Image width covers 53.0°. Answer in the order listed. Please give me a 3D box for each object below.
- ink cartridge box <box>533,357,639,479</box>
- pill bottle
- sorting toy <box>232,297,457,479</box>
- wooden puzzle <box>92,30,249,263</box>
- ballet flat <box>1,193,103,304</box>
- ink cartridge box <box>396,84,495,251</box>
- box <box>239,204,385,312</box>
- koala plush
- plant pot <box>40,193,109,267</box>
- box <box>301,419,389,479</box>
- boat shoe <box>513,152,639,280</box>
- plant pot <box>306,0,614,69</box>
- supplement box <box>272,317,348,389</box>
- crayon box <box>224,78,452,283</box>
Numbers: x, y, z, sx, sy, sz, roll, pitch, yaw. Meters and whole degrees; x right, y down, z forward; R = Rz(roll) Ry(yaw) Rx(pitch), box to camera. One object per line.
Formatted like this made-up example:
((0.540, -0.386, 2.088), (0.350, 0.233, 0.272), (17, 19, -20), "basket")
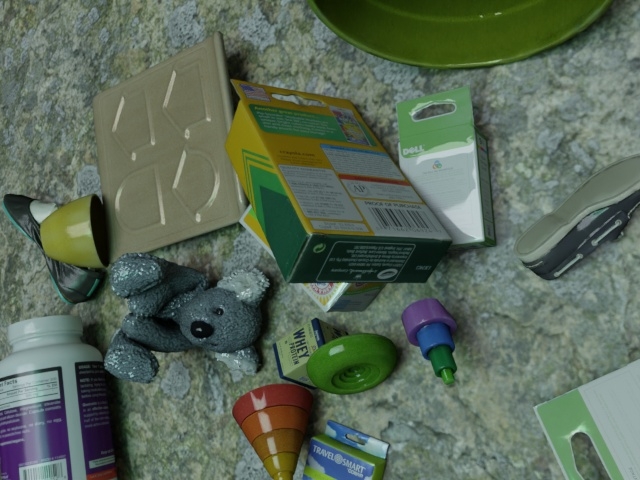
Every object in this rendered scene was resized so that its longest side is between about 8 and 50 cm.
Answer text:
((0.379, 0.213, 0.696), (0.235, 0.056, 0.171), (-34, 53, 23), "ink cartridge box")
((-0.464, 0.302, 1.119), (0.181, 0.181, 0.323), (-19, 75, 27), "pill bottle")
((0.034, 0.219, 0.853), (0.365, 0.127, 0.126), (-35, 44, 23), "sorting toy")
((-0.259, -0.148, 1.119), (0.347, 0.080, 0.322), (-17, 76, 32), "wooden puzzle")
((-0.504, -0.006, 1.238), (0.096, 0.095, 0.280), (-41, 76, 9), "ballet flat")
((0.169, -0.090, 0.870), (0.108, 0.062, 0.209), (-8, 80, 29), "ink cartridge box")
((0.000, 0.000, 0.927), (0.203, 0.114, 0.103), (45, 108, 25), "box")
((-0.191, 0.115, 1.010), (0.221, 0.203, 0.196), (6, 96, 9), "koala plush")
((-0.437, -0.011, 1.139), (0.095, 0.134, 0.134), (-8, 78, -6), "plant pot")
((0.025, 0.361, 0.912), (0.109, 0.042, 0.178), (13, 92, 30), "box")
((0.336, -0.027, 0.782), (0.206, 0.075, 0.065), (-39, 110, 15), "boat shoe")
((0.171, -0.461, 0.775), (0.366, 0.366, 0.353), (-4, 71, 29), "plant pot")
((-0.008, 0.164, 0.923), (0.083, 0.083, 0.056), (-34, 50, 21), "supplement box")
((0.004, -0.082, 0.845), (0.083, 0.203, 0.323), (-64, 38, 35), "crayon box")
